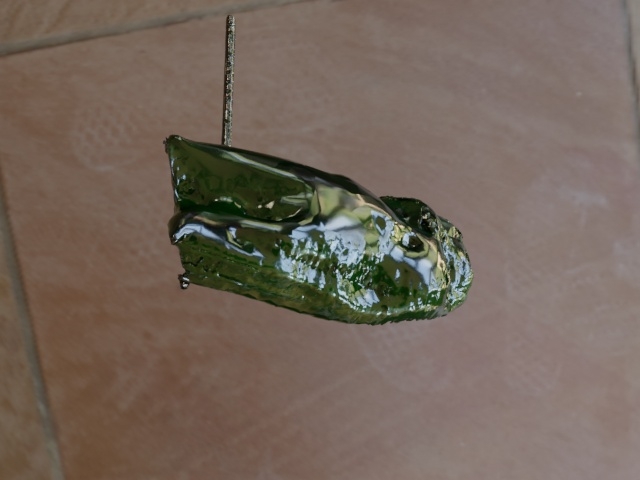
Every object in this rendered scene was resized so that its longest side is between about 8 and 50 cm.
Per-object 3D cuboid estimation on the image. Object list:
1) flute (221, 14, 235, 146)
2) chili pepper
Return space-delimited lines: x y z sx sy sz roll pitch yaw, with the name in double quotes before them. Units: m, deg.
"flute" -0.106 -0.154 1.485 0.014 0.014 0.269 18 53 -26
"chili pepper" 0.001 -0.001 0.687 0.061 0.098 0.224 -41 146 28
